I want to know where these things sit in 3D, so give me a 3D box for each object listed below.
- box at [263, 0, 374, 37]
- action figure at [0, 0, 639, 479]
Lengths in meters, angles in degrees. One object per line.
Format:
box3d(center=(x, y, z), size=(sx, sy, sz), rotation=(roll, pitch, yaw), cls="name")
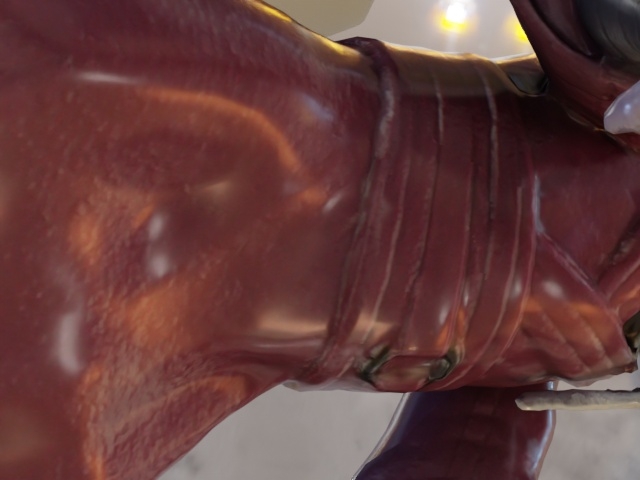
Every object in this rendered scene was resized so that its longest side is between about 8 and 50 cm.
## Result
box3d(center=(-0.086, -0.234, 0.709), size=(0.121, 0.148, 0.311), rotation=(-22, -107, -23), cls="box")
box3d(center=(0.000, 0.000, 0.471), size=(0.370, 0.248, 0.275), rotation=(7, -149, -26), cls="action figure")
